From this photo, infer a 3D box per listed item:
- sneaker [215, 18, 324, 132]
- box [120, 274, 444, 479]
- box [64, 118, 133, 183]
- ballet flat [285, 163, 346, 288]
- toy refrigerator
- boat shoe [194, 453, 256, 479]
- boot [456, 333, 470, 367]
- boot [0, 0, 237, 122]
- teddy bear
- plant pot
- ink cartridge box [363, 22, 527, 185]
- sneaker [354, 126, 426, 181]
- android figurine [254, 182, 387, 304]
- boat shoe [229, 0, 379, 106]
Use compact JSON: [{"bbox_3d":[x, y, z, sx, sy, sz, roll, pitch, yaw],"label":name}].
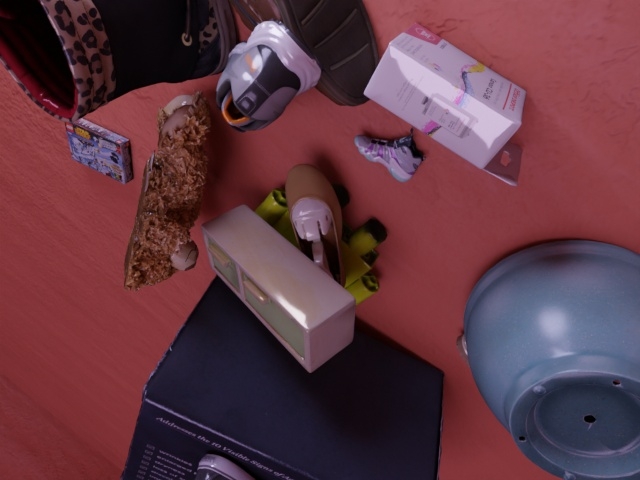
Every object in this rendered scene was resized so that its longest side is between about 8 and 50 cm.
[{"bbox_3d":[-0.092,-0.189,0.571,0.100,0.108,0.271,42,175,-18],"label":"sneaker"},{"bbox_3d":[-0.092,0.381,0.895,0.480,0.297,0.472,27,134,-4],"label":"box"},{"bbox_3d":[-0.437,-0.180,0.891,0.137,0.027,0.094,25,133,10],"label":"box"},{"bbox_3d":[0.000,0.000,0.681,0.080,0.073,0.232,-11,117,9],"label":"ballet flat"},{"bbox_3d":[-0.074,0.064,0.684,0.269,0.094,0.102,39,146,34],"label":"toy refrigerator"},{"bbox_3d":[-0.105,0.417,0.685,0.080,0.076,0.228,-24,117,34],"label":"boat shoe"},{"bbox_3d":[0.307,0.211,0.749,0.084,0.059,0.158,-34,102,36],"label":"boot"},{"bbox_3d":[-0.257,-0.337,0.495,0.138,0.284,0.377,2,125,29],"label":"boot"},{"bbox_3d":[-0.229,-0.072,0.724,0.245,0.113,0.338,28,105,63],"label":"teddy bear"},{"bbox_3d":[0.332,0.173,0.576,0.293,0.196,0.293,8,118,16],"label":"plant pot"},{"bbox_3d":[0.162,-0.158,0.512,0.198,0.115,0.067,33,133,2],"label":"ink cartridge box"},{"bbox_3d":[0.101,-0.133,0.621,0.098,0.038,0.069,32,132,-8],"label":"sneaker"},{"bbox_3d":[-0.016,0.023,0.790,0.248,0.056,0.273,44,131,-7],"label":"android figurine"},{"bbox_3d":[-0.042,-0.295,0.546,0.307,0.111,0.104,52,158,-21],"label":"boat shoe"}]
